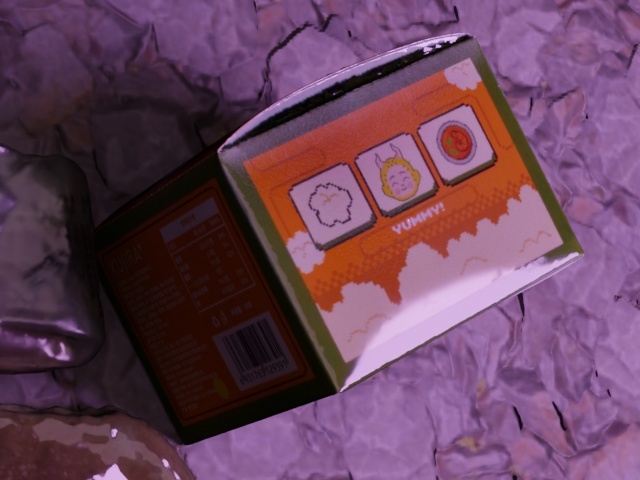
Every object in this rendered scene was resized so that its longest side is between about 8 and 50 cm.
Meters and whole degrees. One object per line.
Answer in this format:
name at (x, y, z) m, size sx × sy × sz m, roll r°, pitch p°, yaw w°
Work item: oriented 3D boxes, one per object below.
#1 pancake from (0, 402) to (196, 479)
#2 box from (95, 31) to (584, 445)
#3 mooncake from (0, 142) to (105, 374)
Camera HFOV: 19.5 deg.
pancake at (-0.163, 0.176, 0.978) m, size 0.236 × 0.042 × 0.222 m, roll 32°, pitch 64°, yaw -16°
box at (0.000, 0.000, 1.024) m, size 0.177 × 0.195 × 0.148 m, roll -28°, pitch 90°, yaw -30°
mooncake at (-0.181, 0.014, 0.995) m, size 0.130 × 0.073 × 0.125 m, roll 5°, pitch 77°, yaw -25°
